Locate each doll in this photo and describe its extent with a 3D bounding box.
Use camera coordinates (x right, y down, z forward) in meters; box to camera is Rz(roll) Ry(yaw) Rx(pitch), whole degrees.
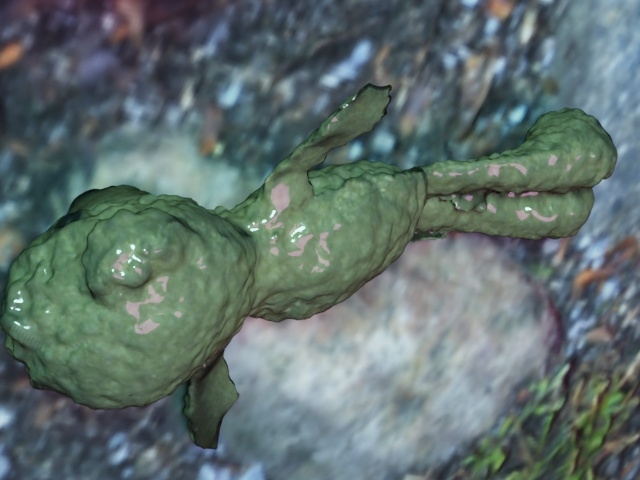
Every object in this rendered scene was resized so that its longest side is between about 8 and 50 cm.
[{"bbox_3d":[0.005,-0.007,0.780,0.286,0.091,0.202,-25,164,-10],"label":"doll"}]
